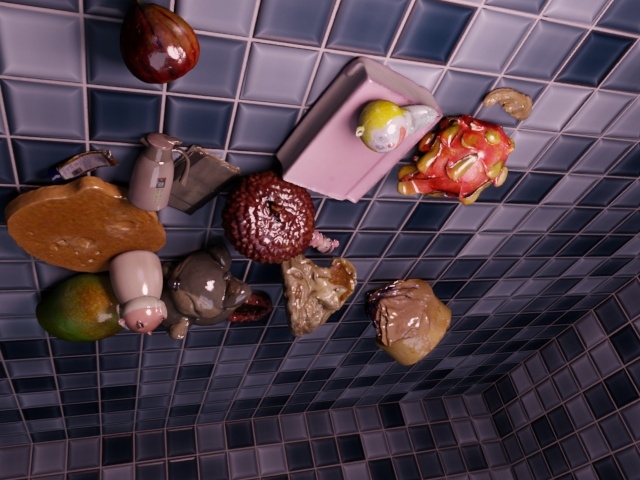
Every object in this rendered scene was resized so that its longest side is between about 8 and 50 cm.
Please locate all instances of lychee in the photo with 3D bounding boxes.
[{"bbox_3d":[-0.140,-0.061,1.468,0.264,0.265,0.300,-5,169,-14],"label":"lychee"}]

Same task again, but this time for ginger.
[{"bbox_3d":[0.515,-0.374,1.458,0.173,0.051,0.069,14,131,-29],"label":"ginger"}]

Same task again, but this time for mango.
[{"bbox_3d":[-0.754,0.216,1.699,0.381,0.201,0.225,-11,146,24],"label":"mango"}]

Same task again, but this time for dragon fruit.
[{"bbox_3d":[0.372,-0.226,1.488,0.307,0.244,0.227,12,-176,29],"label":"dragon fruit"}]

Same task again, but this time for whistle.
[{"bbox_3d":[0.178,-0.263,1.231,0.222,0.123,0.123,-15,148,-23],"label":"whistle"}]

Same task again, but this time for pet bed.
[{"bbox_3d":[-0.279,0.258,2.060,0.201,0.054,0.201,-10,151,-5],"label":"pet bed"}]

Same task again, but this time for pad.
[{"bbox_3d":[-0.348,-0.156,1.467,0.233,0.022,0.174,-33,142,26],"label":"pad"}]

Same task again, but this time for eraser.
[{"bbox_3d":[0.094,-0.271,1.385,0.272,0.123,0.359,15,135,-33],"label":"eraser"}]

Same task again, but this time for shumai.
[{"bbox_3d":[-0.001,0.174,1.829,0.262,0.267,0.314,-6,110,-6],"label":"shumai"}]

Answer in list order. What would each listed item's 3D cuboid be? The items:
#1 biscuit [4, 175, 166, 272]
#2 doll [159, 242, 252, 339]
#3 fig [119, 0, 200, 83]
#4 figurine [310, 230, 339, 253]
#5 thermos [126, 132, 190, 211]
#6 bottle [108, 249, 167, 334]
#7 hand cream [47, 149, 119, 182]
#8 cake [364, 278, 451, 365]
[{"bbox_3d":[-0.639,-0.039,1.484,0.364,0.062,0.385,-20,149,5],"label":"biscuit"},{"bbox_3d":[-0.377,0.155,1.786,0.382,0.253,0.378,-26,176,22],"label":"doll"},{"bbox_3d":[-0.320,-0.383,1.033,0.148,0.149,0.202,-37,153,1],"label":"fig"},{"bbox_3d":[0.000,0.000,1.799,0.072,0.054,0.129,-40,133,20],"label":"figurine"},{"bbox_3d":[-0.400,-0.177,1.351,0.137,0.105,0.193,8,128,-25],"label":"thermos"},{"bbox_3d":[-0.526,0.160,1.569,0.147,0.237,0.148,-16,155,-7],"label":"bottle"},{"bbox_3d":[-0.588,-0.184,1.330,0.163,0.039,0.062,-19,144,-5],"label":"hand cream"},{"bbox_3d":[0.318,0.296,2.183,0.321,0.332,0.332,43,124,-9],"label":"cake"}]
